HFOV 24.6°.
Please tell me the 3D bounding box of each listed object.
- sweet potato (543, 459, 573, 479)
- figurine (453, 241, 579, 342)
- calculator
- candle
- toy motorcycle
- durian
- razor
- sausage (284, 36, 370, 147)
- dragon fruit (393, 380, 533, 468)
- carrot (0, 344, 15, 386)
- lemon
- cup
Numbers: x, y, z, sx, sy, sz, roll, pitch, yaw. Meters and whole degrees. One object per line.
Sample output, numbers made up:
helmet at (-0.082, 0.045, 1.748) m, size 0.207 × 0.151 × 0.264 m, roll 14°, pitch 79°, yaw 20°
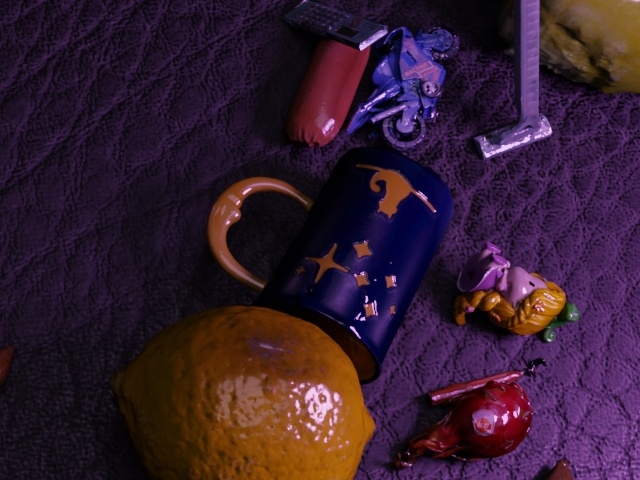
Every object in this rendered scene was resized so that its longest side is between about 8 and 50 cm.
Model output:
sweet potato at (0.278, 0.429, 1.745) m, size 0.108 × 0.079 × 0.346 m, roll 4°, pitch 71°, yaw -23°
figurine at (0.245, 0.086, 1.881) m, size 0.156 × 0.115 × 0.094 m, roll 27°, pitch 30°, yaw -21°
calculator at (0.019, -0.288, 1.954) m, size 0.057 × 0.018 × 0.172 m, roll -38°, pitch 40°, yaw -20°
candle at (0.212, 0.181, 1.861) m, size 0.167 × 0.021 × 0.026 m, roll -15°, pitch 99°, yaw -18°
toy motorcycle at (0.111, -0.213, 1.973) m, size 0.114 × 0.076 × 0.205 m, roll 20°, pitch 68°, yaw 6°
durian at (0.364, -0.332, 1.962) m, size 0.340 × 0.256 × 0.204 m, roll 24°, pitch 52°, yaw -12°
razor at (0.264, -0.227, 1.907) m, size 0.111 × 0.277 × 0.056 m, roll -20°, pitch 46°, yaw -18°
sausage at (0.011, -0.205, 1.944) m, size 0.077 × 0.077 × 0.194 m, roll 23°, pitch 63°, yaw -2°
dragon fruit at (0.180, 0.236, 1.798) m, size 0.190 × 0.094 × 0.094 m, roll -25°, pitch 75°, yaw -14°
carrot at (-0.420, 0.196, 1.707) m, size 0.072 × 0.072 × 0.205 m, roll 38°, pitch 60°, yaw 5°
lemon at (-0.089, 0.200, 1.667) m, size 0.310 × 0.253 × 0.253 m, roll 13°, pitch 67°, yaw -12°
cup at (0.016, 0.000, 1.790) m, size 0.255 × 0.178 × 0.256 m, roll 40°, pitch 61°, yaw -24°
